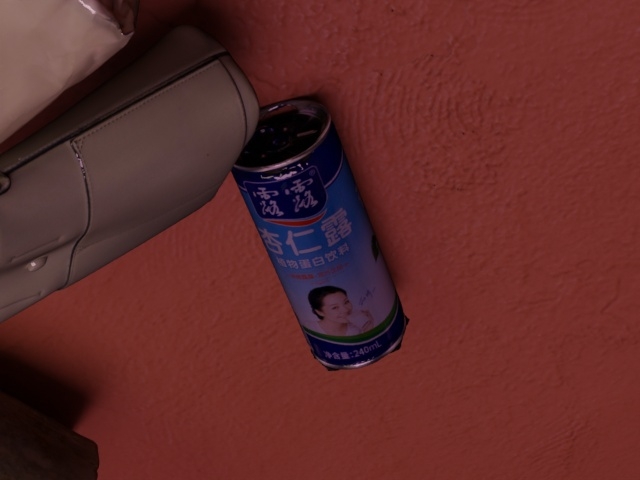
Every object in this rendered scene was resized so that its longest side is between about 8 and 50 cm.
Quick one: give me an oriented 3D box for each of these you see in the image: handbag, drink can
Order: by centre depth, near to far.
[{"bbox_3d":[-0.201,-0.027,0.937,0.109,0.315,0.241,52,150,9],"label":"handbag"},{"bbox_3d":[0.000,0.000,1.105,0.097,0.097,0.235,-15,126,10],"label":"drink can"}]

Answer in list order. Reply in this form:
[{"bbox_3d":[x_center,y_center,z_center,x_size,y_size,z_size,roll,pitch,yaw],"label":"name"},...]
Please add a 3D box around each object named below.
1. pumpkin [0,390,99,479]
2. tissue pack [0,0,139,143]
[{"bbox_3d":[-0.381,0.275,1.188,0.199,0.332,0.332,36,120,-18],"label":"pumpkin"},{"bbox_3d":[-0.299,-0.155,0.847,0.380,0.297,0.207,-34,122,22],"label":"tissue pack"}]
